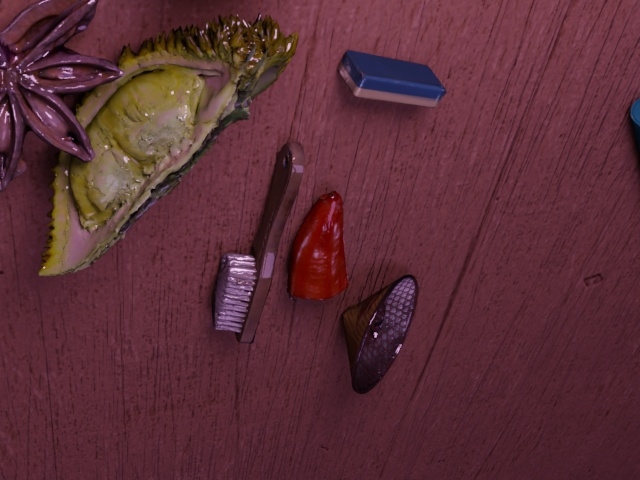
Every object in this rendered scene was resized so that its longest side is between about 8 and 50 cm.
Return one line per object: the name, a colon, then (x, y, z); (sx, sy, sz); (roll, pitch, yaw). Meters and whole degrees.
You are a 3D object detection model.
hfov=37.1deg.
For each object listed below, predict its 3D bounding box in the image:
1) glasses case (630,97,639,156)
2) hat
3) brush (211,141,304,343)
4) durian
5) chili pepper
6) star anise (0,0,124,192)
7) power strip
glasses case: (0.529, -0.114, 1.402); (0.117, 0.070, 0.301); (-34, 138, 1)
hat: (0.067, 0.126, 1.421); (0.193, 0.082, 0.193); (-49, 152, -38)
brush: (-0.087, 0.008, 1.223); (0.065, 0.070, 0.327); (6, 131, -18)
durian: (-0.154, -0.100, 0.979); (0.352, 0.169, 0.158); (-42, 137, 19)
chili pepper: (0.004, 0.001, 1.262); (0.088, 0.065, 0.169); (-9, 134, -20)
star anise: (-0.295, -0.141, 0.903); (0.212, 0.073, 0.197); (0, 106, -18)
power strip: (0.084, -0.184, 1.099); (0.123, 0.056, 0.032); (3, 131, -31)
